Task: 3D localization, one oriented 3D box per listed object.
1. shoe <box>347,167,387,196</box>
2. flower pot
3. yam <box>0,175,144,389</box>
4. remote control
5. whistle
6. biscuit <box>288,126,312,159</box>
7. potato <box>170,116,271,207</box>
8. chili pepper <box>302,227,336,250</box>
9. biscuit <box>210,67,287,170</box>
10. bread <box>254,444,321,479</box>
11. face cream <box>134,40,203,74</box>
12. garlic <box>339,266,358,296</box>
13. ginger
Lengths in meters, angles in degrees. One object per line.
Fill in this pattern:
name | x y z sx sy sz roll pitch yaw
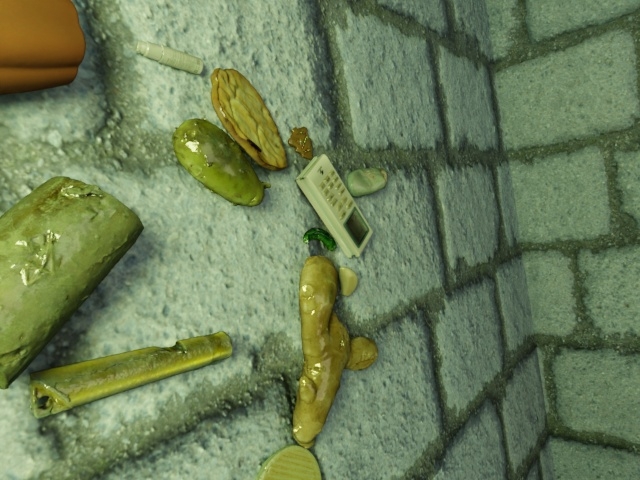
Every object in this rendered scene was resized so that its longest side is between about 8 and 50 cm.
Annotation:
shoe | 0.156 -0.180 1.243 0.195 0.078 0.079 -22 102 -50
flower pot | -0.432 -0.281 0.559 0.173 0.190 0.191 -23 102 -60
yam | -0.383 0.040 0.565 0.161 0.161 0.268 52 50 -29
remote control | 0.046 -0.087 1.124 0.277 0.055 0.103 55 50 -27
whistle | -0.297 0.214 0.708 0.326 0.057 0.068 -4 88 -47
biscuit | -0.047 -0.247 1.076 0.082 0.016 0.092 -49 118 -40
potato | -0.197 -0.148 0.843 0.225 0.090 0.117 42 60 -31
chili pepper | 0.000 -0.008 1.080 0.118 0.035 0.055 17 56 -49
biscuit | -0.150 -0.254 0.916 0.260 0.041 0.203 52 25 -38
bread | -0.069 0.513 0.933 0.193 0.036 0.112 27 61 -38
face cream | -0.292 -0.354 0.810 0.130 0.034 0.034 -2 86 -48
garlic | 0.075 0.110 1.143 0.053 0.041 0.083 -7 97 -43
ginger | 0.007 0.254 0.990 0.348 0.122 0.363 -54 133 -47
